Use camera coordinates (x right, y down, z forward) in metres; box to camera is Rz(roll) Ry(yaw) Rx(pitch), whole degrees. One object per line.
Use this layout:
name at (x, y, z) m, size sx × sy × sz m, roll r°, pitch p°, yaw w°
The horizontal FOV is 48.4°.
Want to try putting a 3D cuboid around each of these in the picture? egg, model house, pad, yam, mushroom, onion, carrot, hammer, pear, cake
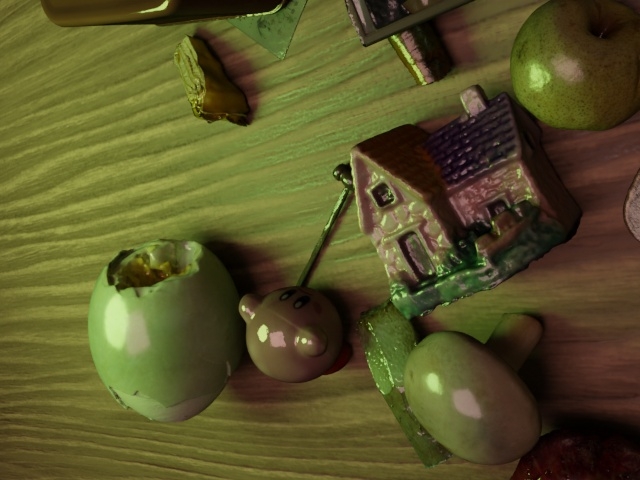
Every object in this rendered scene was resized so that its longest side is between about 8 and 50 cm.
egg at (-0.276, 0.178, 1.307) m, size 0.278 × 0.278 × 0.336 m, roll 9°, pitch 118°, yaw 34°
model house at (0.171, -0.061, 0.928) m, size 0.237 × 0.202 × 0.237 m, roll -30°, pitch 89°, yaw 40°
pad at (-0.129, -0.424, 1.140) m, size 0.265 × 0.009 × 0.159 m, roll 40°, pitch 127°, yaw 19°
yam at (0.143, 0.223, 1.129) m, size 0.106 × 0.106 × 0.259 m, roll -31°, pitch 89°, yaw 40°
mushroom at (0.230, 0.193, 0.995) m, size 0.207 × 0.215 × 0.207 m, roll 38°, pitch 163°, yaw 14°
onion at (0.360, 0.378, 0.946) m, size 0.252 × 0.219 × 0.252 m, roll 7°, pitch 107°, yaw 24°
carrot at (0.101, -0.330, 0.970) m, size 0.070 × 0.070 × 0.260 m, roll -27°, pitch 93°, yaw 40°
hammer at (0.000, 0.000, 1.198) m, size 0.058 × 0.029 × 0.292 m, roll 41°, pitch 129°, yaw 19°
pear at (0.300, -0.200, 0.813) m, size 0.167 × 0.167 × 0.136 m, roll 37°, pitch 142°, yaw 20°
cake at (-0.178, -0.273, 1.218) m, size 0.079 × 0.116 × 0.185 m, roll -57°, pitch 39°, yaw 31°

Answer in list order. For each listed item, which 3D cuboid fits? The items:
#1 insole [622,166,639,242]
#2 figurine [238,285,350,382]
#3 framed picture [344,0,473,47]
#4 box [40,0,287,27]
insole at (0.476, -0.120, 0.804) m, size 0.119 × 0.009 × 0.348 m, roll 47°, pitch 128°, yaw 14°
figurine at (-0.046, 0.155, 1.197) m, size 0.173 × 0.173 × 0.173 m, roll 14°, pitch 115°, yaw 32°
framed picture at (0.093, -0.409, 0.919) m, size 0.192 × 0.018 × 0.265 m, roll -22°, pitch 94°, yaw 12°
box at (-0.252, -0.448, 1.074) m, size 0.339 × 0.229 × 0.239 m, roll 8°, pitch 112°, yaw 37°
